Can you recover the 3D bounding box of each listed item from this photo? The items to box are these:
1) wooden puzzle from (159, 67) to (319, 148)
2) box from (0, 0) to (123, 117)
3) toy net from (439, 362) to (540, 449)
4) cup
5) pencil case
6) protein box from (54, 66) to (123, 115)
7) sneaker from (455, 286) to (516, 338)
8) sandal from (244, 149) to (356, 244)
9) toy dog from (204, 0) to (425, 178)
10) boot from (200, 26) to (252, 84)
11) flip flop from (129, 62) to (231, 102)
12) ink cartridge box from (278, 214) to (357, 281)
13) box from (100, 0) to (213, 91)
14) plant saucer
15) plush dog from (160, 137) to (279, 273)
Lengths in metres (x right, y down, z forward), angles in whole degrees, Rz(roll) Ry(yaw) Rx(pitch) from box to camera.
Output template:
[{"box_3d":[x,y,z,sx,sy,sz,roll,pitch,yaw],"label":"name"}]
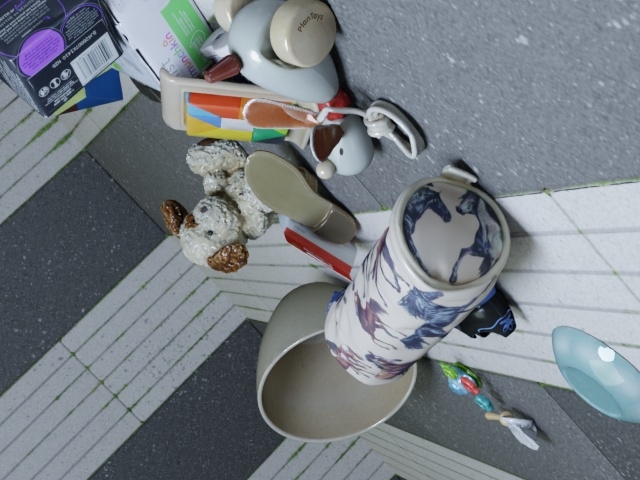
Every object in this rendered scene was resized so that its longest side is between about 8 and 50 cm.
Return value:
[{"box_3d":[-0.129,-0.191,1.613,0.239,0.044,0.221,10,167,-5],"label":"wooden puzzle"},{"box_3d":[-0.451,-0.339,1.564,0.270,0.165,0.143,40,163,24],"label":"box"},{"box_3d":[0.327,0.303,1.979,0.232,0.045,0.122,36,162,27],"label":"toy net"},{"box_3d":[0.011,0.224,2.197,0.331,0.331,0.237,56,-172,-39],"label":"cup"},{"box_3d":[0.123,0.058,1.456,0.160,0.183,0.410,5,155,-12],"label":"pencil case"},{"box_3d":[-0.454,-0.365,1.920,0.200,0.136,0.201,124,130,-76],"label":"protein box"},{"box_3d":[0.217,0.108,1.637,0.090,0.081,0.232,55,163,-12],"label":"sneaker"},{"box_3d":[-0.038,-0.085,1.825,0.240,0.088,0.079,37,-159,-22],"label":"sandal"},{"box_3d":[-0.040,-0.182,1.361,0.333,0.161,0.220,51,165,-24],"label":"toy dog"},{"box_3d":[-0.113,-0.272,1.537,0.086,0.069,0.190,42,176,-19],"label":"boot"},{"box_3d":[-0.251,-0.300,1.828,0.277,0.080,0.112,15,143,37],"label":"flip flop"},{"box_3d":[0.000,0.000,1.848,0.145,0.045,0.179,32,-173,-14],"label":"ink cartridge box"},{"box_3d":[-0.313,-0.379,1.650,0.231,0.127,0.262,29,159,47],"label":"box"},{"box_3d":[0.395,0.202,1.491,0.195,0.037,0.195,41,167,12],"label":"plant saucer"},{"box_3d":[-0.176,-0.045,2.021,0.262,0.225,0.210,33,162,39],"label":"plush dog"}]
